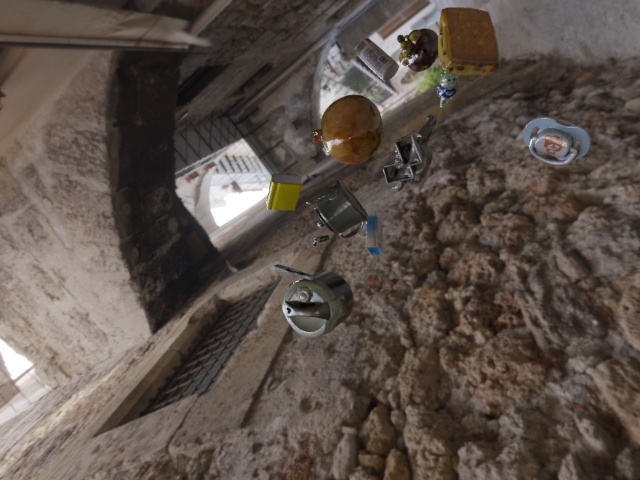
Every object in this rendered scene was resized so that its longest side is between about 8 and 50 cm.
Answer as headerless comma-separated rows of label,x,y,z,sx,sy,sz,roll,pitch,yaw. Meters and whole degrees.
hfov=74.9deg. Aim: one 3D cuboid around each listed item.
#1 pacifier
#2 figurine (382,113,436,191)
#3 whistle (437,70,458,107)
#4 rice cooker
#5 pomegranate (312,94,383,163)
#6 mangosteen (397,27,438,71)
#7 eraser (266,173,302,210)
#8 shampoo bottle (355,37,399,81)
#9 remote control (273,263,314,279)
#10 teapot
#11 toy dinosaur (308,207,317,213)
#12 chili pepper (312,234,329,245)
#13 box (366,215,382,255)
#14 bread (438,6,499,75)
pacifier,1.071,-0.473,1.887,0.279,0.207,0.227,28,158,21
figurine,0.383,-0.351,1.757,0.167,0.342,0.285,50,-145,3
whistle,0.672,-0.802,2.204,0.244,0.110,0.092,83,178,-56
rice cooker,-0.009,0.341,2.222,0.335,0.335,0.325,62,-152,7
pomegranate,0.100,-0.417,1.584,0.229,0.271,0.251,-25,-68,-79
mangosteen,0.454,-0.910,1.975,0.217,0.192,0.192,19,-144,-11
eraser,-0.190,-0.247,2.158,0.158,0.226,0.069,4,-127,-15
shampoo bottle,0.235,-0.759,1.749,0.056,0.086,0.227,23,-152,-53
remote control,-0.109,0.134,1.728,0.065,0.166,0.029,61,-132,-73
teapot,0.056,-0.084,1.353,0.239,0.149,0.162,39,-163,-44
toy dinosaur,0.019,-0.171,2.168,0.187,0.106,0.044,-35,-87,-48
chili pepper,-0.006,-0.001,2.260,0.055,0.118,0.035,33,-137,-34
box,0.313,-0.027,2.415,0.139,0.073,0.194,48,-139,-62
bread,0.507,-0.689,1.459,0.099,0.211,0.234,144,122,-75
